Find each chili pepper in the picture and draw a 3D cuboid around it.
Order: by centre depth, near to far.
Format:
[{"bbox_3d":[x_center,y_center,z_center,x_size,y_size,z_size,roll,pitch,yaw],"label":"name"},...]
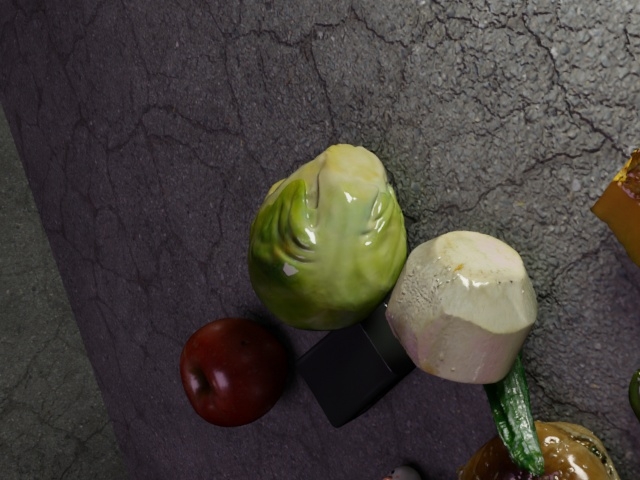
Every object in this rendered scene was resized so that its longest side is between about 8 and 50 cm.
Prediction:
[{"bbox_3d":[0.303,0.265,1.027,0.226,0.059,0.088,-95,28,-55],"label":"chili pepper"}]

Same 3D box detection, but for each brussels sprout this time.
[{"bbox_3d":[0.000,0.000,1.198,0.344,0.268,0.343,4,96,48],"label":"brussels sprout"}]

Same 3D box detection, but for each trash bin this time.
[{"bbox_3d":[0.077,0.244,1.337,0.165,0.115,0.225,56,134,18],"label":"trash bin"}]

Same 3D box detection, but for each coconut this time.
[{"bbox_3d":[0.216,0.113,1.043,0.241,0.241,0.241,21,120,42],"label":"coconut"}]

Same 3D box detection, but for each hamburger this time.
[{"bbox_3d":[0.349,0.405,1.051,0.286,0.146,0.243,14,97,58],"label":"hamburger"}]

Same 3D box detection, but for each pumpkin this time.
[{"bbox_3d":[0.438,-0.086,0.799,0.131,0.126,0.248,42,152,19],"label":"pumpkin"}]

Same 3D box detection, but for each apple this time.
[{"bbox_3d":[-0.202,0.307,1.587,0.260,0.217,0.260,20,118,43],"label":"apple"}]

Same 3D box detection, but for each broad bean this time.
[{"bbox_3d":[0.487,0.268,0.931,0.061,0.046,0.195,-40,73,51],"label":"broad bean"}]

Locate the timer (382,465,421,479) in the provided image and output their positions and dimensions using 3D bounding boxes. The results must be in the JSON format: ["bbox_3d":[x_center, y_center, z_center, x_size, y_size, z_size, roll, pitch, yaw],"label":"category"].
[{"bbox_3d":[0.203,0.582,1.295,0.234,0.240,0.233,13,132,15],"label":"timer"}]
